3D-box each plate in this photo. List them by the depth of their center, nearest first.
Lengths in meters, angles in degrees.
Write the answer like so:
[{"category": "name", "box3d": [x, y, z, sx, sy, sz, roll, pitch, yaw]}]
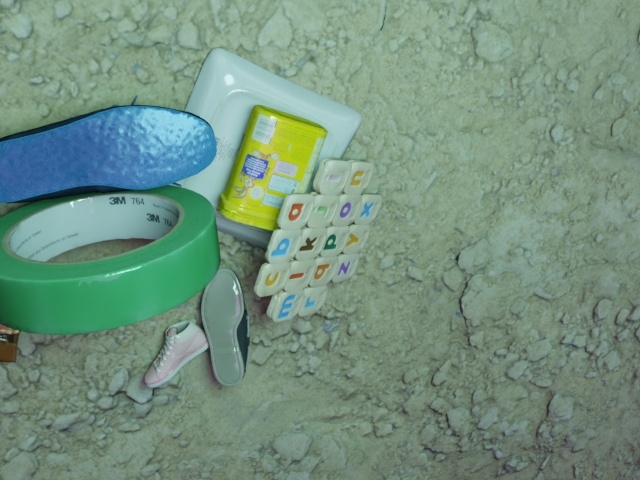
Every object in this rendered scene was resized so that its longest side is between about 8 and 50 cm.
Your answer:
[{"category": "plate", "box3d": [-0.099, -0.124, 1.147, 0.277, 0.045, 0.277, 20, 106, -25]}]

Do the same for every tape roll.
[{"category": "tape roll", "box3d": [-0.301, 0.012, 0.982, 0.321, 0.321, 0.077, -10, 116, -14]}]

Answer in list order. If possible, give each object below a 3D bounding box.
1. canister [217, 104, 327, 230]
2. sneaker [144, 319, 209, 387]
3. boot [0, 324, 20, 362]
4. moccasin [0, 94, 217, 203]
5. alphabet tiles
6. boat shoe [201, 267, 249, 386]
[{"category": "canister", "box3d": [-0.071, -0.108, 1.096, 0.126, 0.073, 0.170, 14, 107, -25]}, {"category": "sneaker", "box3d": [-0.259, 0.188, 1.231, 0.134, 0.051, 0.070, -38, 124, -8]}, {"category": "boot", "box3d": [-0.537, 0.068, 1.050, 0.220, 0.109, 0.284, 10, 112, -21]}, {"category": "moccasin", "box3d": [-0.323, -0.135, 1.032, 0.341, 0.117, 0.138, -6, 103, -11]}, {"category": "alphabet tiles", "box3d": [0.000, 0.000, 1.170, 0.278, 0.021, 0.284, -7, 122, -55]}, {"category": "boat shoe", "box3d": [-0.159, 0.145, 1.245, 0.075, 0.065, 0.206, -1, 100, 10]}]
